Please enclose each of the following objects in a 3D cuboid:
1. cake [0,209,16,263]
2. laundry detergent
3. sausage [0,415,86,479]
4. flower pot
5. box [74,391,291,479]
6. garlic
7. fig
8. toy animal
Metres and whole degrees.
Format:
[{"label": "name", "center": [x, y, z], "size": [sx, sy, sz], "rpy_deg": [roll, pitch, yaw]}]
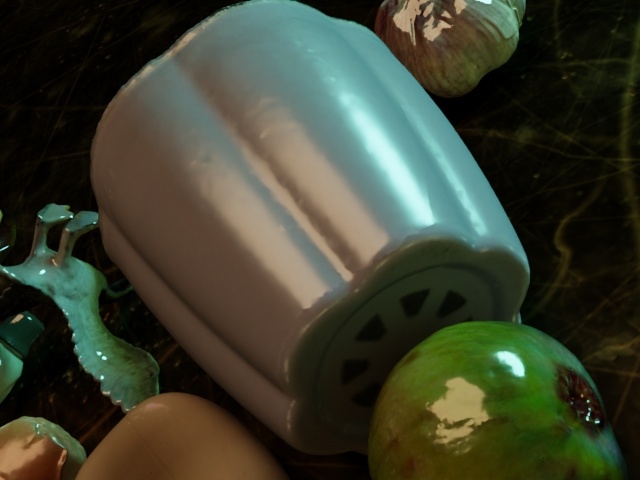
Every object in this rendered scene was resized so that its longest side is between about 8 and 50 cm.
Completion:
[{"label": "cake", "center": [-0.512, -0.018, 1.192], "size": [0.208, 0.178, 0.185], "rpy_deg": [-20, 39, 22]}, {"label": "laundry detergent", "center": [-0.362, 0.162, 0.945], "size": [0.225, 0.070, 0.099], "rpy_deg": [-50, 28, -16]}, {"label": "sausage", "center": [-0.350, 0.312, 0.749], "size": [0.419, 0.094, 0.094], "rpy_deg": [-46, 57, -11]}, {"label": "flower pot", "center": [0.000, 0.000, 0.644], "size": [0.265, 0.265, 0.243], "rpy_deg": [-40, 43, 1]}, {"label": "box", "center": [-0.095, 0.187, 0.653], "size": [0.146, 0.088, 0.200], "rpy_deg": [-48, 37, -8]}, {"label": "garlic", "center": [0.116, -0.206, 0.877], "size": [0.147, 0.102, 0.159], "rpy_deg": [-21, 40, 23]}, {"label": "fig", "center": [0.060, 0.155, 0.550], "size": [0.245, 0.149, 0.149], "rpy_deg": [-45, 30, 27]}, {"label": "toy animal", "center": [-0.221, 0.045, 0.879], "size": [0.273, 0.160, 0.197], "rpy_deg": [21, 41, 24]}]
